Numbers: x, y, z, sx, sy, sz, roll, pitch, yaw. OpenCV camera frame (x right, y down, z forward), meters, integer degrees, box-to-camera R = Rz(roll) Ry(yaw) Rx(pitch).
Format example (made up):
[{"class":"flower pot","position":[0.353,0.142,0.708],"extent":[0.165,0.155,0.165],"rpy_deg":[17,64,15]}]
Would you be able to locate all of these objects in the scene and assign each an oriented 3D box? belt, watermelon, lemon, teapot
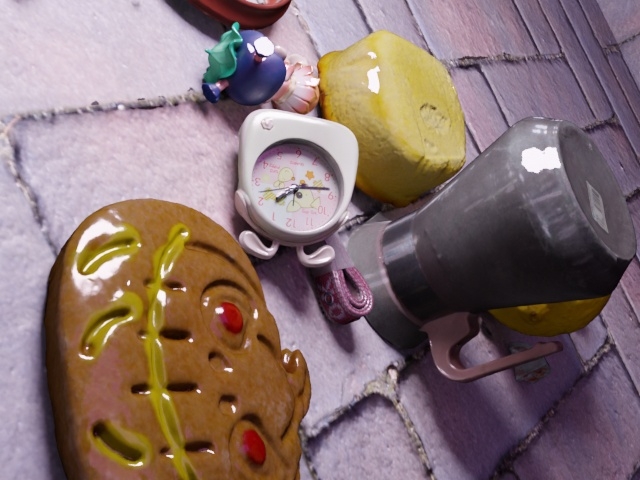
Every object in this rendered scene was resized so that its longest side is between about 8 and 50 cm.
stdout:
[{"class":"belt","position":[0.000,0.000,1.206],"extent":[0.071,0.053,0.232],"rpy_deg":[-21,83,-45]},{"class":"watermelon","position":[0.346,0.212,1.556],"extent":[0.061,0.085,0.085],"rpy_deg":[-43,106,-26]},{"class":"lemon","position":[0.373,0.030,1.526],"extent":[0.267,0.267,0.267],"rpy_deg":[33,43,-38]},{"class":"teapot","position":[0.233,0.023,1.245],"extent":[0.253,0.344,0.300],"rpy_deg":[11,59,-49]}]

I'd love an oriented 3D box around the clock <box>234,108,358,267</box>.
[{"class":"clock","position":[-0.036,-0.062,1.139],"extent":[0.152,0.062,0.190],"rpy_deg":[11,74,-16]}]

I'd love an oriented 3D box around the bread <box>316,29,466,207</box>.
[{"class":"bread","position":[0.107,-0.189,1.402],"extent":[0.270,0.148,0.269],"rpy_deg":[28,49,-37]}]

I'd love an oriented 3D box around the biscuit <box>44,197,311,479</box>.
[{"class":"biscuit","position":[-0.118,0.140,0.926],"extent":[0.350,0.070,0.394],"rpy_deg":[4,64,-53]}]

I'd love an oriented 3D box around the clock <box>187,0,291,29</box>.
[{"class":"clock","position":[-0.153,-0.440,1.279],"extent":[0.319,0.080,0.318],"rpy_deg":[28,52,-41]}]

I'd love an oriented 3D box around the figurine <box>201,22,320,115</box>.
[{"class":"figurine","position":[-0.071,-0.223,1.212],"extent":[0.195,0.111,0.102],"rpy_deg":[13,37,-49]}]
